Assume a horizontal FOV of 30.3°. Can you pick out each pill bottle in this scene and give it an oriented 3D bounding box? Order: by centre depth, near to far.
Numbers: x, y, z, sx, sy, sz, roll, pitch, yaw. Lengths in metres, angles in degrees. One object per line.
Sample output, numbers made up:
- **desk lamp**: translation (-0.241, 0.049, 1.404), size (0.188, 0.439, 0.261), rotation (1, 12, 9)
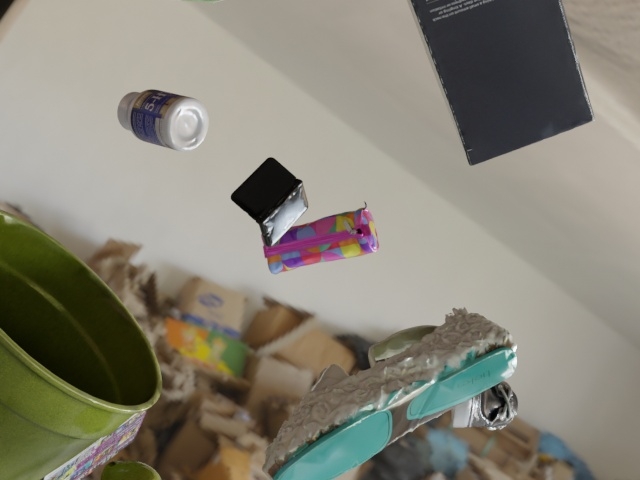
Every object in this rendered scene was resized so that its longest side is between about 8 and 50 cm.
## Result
- **pill bottle**: translation (-0.329, -0.251, 2.423), size (0.187, 0.112, 0.112), rotation (17, -16, 42)

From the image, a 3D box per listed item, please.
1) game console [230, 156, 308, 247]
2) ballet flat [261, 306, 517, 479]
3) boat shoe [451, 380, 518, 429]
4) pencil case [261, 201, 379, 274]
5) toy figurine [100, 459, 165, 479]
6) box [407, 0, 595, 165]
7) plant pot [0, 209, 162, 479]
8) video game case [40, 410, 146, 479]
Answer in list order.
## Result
- **game console**: translation (-0.091, -0.069, 2.142), size (0.071, 0.122, 0.107), rotation (24, -33, 32)
- **ballet flat**: translation (0.080, 0.209, 1.614), size (0.147, 0.409, 0.147), rotation (48, -29, 38)
- **boat shoe**: translation (0.278, 0.270, 1.975), size (0.102, 0.108, 0.301), rotation (3, -15, 14)
- **pencil case**: translation (0.000, 0.000, 2.337), size (0.236, 0.104, 0.104), rotation (-15, -27, 18)
- **toy figurine**: translation (-0.148, 0.374, 1.402), size (0.191, 0.217, 0.362), rotation (27, 33, -25)
- **box**: translation (0.206, -0.333, 1.587), size (0.343, 0.179, 0.312), rotation (-99, 167, -55)
- **plant pot**: translation (-0.467, 0.202, 1.579), size (0.366, 0.353, 0.366), rotation (44, 11, -11)
- **video game case**: translation (-0.376, 0.323, 1.911), size (0.042, 0.232, 0.210), rotation (42, -41, 15)
